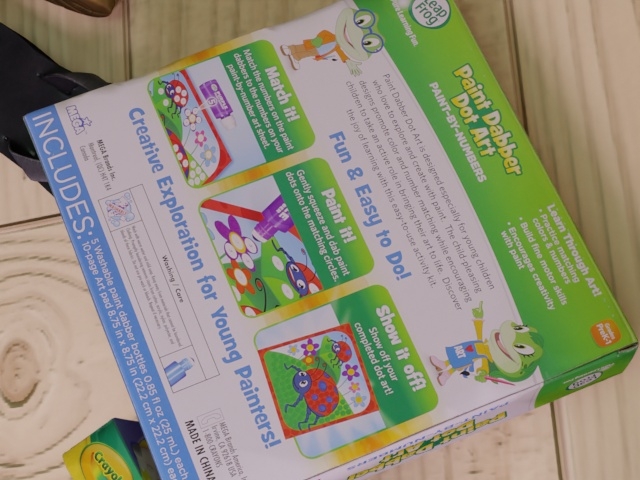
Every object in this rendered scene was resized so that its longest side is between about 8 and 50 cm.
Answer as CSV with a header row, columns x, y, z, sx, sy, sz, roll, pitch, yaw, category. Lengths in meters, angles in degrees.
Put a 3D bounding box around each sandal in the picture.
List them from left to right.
x,y,z,sx,sy,sz,roll,pitch,yaw,category
-0.157,-0.068,0.868,0.254,0.054,0.097,24,87,26,sandal

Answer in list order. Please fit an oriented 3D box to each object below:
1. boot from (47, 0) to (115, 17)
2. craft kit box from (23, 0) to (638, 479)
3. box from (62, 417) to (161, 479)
x,y,z,sx,sy,sz,roll,pitch,yaw,category
-0.202,-0.257,0.891,0.213,0.077,0.165,24,84,-6,boot
0.000,0.000,0.739,0.246,0.061,0.250,-22,68,-5,craft kit box
-0.060,0.182,0.737,0.043,0.105,0.179,-36,67,14,box
